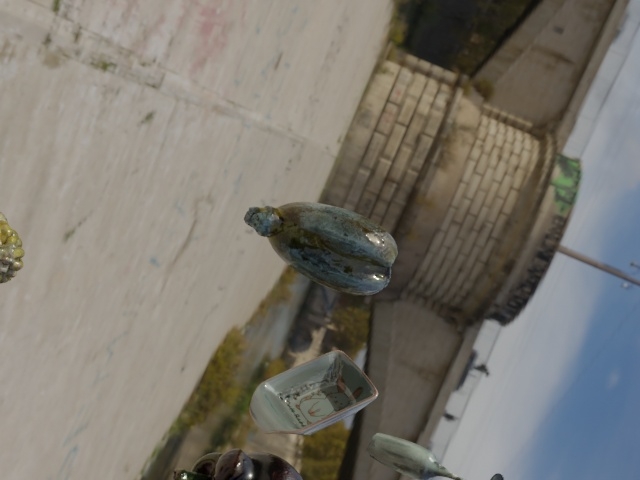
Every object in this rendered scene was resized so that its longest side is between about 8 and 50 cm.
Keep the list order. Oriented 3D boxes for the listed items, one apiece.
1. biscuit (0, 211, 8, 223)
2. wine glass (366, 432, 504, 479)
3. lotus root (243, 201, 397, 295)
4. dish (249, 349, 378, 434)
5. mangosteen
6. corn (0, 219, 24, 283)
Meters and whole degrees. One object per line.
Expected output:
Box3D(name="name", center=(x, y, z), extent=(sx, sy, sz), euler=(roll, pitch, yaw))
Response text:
Box3D(name="biscuit", center=(-0.670, 0.007, 1.753), extent=(0.152, 0.020, 0.152), euler=(4, 90, -84))
Box3D(name="wine glass", center=(0.200, 0.414, 1.566), extent=(0.074, 0.262, 0.074), euler=(-23, 120, -48))
Box3D(name="lotus root", center=(0.000, 0.000, 1.717), extent=(0.140, 0.322, 0.158), euler=(-95, -151, -71))
Box3D(name="dish", center=(-0.020, 0.316, 1.665), extent=(0.154, 0.234, 0.064), euler=(46, -33, 45))
Box3D(name="mangosteen", center=(-0.164, 0.609, 1.962), extent=(0.297, 0.297, 0.313), euler=(-64, 148, -69))
Box3D(name="corn", center=(-0.407, 0.020, 1.047), extent=(0.086, 0.087, 0.288), euler=(-67, -164, -11))
